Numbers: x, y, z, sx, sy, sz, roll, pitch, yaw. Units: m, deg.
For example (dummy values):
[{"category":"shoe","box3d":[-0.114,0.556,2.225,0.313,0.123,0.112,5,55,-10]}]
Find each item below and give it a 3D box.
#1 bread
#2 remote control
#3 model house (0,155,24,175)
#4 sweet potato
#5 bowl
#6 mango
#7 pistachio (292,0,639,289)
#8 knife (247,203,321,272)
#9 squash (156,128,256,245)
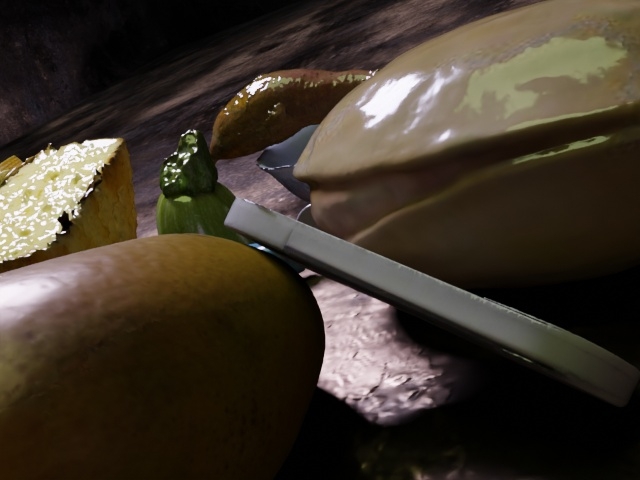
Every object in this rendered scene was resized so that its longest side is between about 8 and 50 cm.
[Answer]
[{"category":"bread","box3d":[-0.270,0.010,0.880,0.160,0.147,0.261,-14,27,7]},{"category":"remote control","box3d":[0.044,0.026,0.449,0.245,0.077,0.022,23,84,37]},{"category":"model house","box3d":[-0.546,-0.086,1.521,0.100,0.100,0.088,-22,20,13]},{"category":"sweet potato","box3d":[-0.016,-0.125,0.764,0.226,0.068,0.068,-18,21,22]},{"category":"bowl","box3d":[0.044,-0.073,0.777,0.189,0.086,0.189,-23,18,8]},{"category":"mango","box3d":[-0.115,0.087,0.450,0.211,0.173,0.317,-13,11,39]},{"category":"pistachio","box3d":[0.112,-0.051,0.513,0.293,0.162,0.181,-7,11,41]},{"category":"knife","box3d":[-0.001,-0.002,0.691,0.244,0.058,0.032,-19,19,20]},{"category":"squash","box3d":[-0.116,-0.029,0.789,0.105,0.132,0.105,-21,19,8]}]
